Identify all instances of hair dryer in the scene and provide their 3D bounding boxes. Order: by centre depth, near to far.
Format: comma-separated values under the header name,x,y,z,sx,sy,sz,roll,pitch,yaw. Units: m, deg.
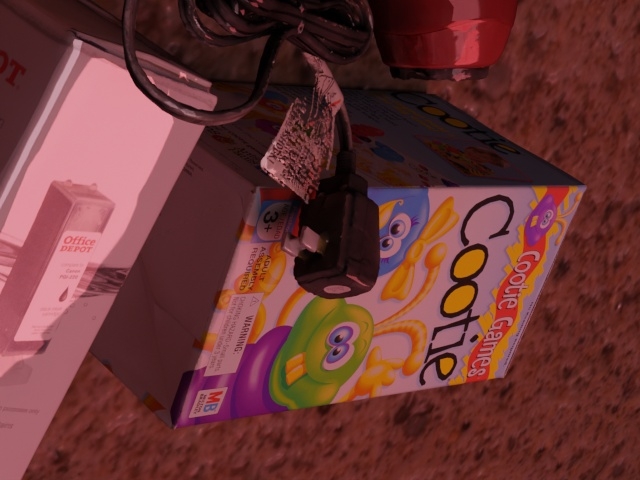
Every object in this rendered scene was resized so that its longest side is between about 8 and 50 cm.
name,x,y,z,sx,sy,sz,roll,pitch,yaw
hair dryer,0.029,-0.135,0.637,0.223,0.080,0.293,57,45,-54

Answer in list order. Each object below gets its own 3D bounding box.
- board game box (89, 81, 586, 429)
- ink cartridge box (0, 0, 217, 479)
name,x,y,z,sx,sy,sz,roll,pitch,yaw
board game box,0.000,0.000,0.826,0.275,0.144,0.142,-2,120,-45
ink cartridge box,-0.164,-0.013,0.632,0.092,0.158,0.218,20,102,-51
